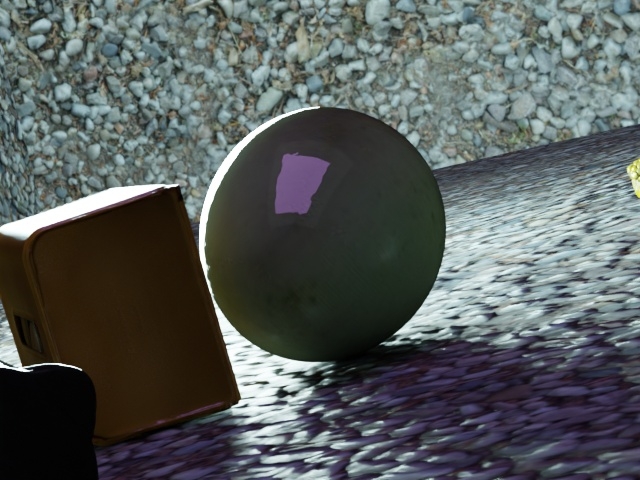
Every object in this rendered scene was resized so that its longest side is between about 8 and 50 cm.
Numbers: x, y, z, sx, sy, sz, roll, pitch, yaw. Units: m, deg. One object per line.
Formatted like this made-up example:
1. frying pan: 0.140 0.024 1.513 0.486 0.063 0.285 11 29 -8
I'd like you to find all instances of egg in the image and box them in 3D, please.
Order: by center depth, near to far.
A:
1. egg: 0.000 0.000 1.605 0.218 0.218 0.295 -13 16 12

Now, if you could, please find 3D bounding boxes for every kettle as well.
1. kettle: -0.251 0.157 1.049 0.236 0.161 0.221 -3 39 54

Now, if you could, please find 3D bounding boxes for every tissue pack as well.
1. tissue pack: -0.189 0.063 1.590 0.145 0.194 0.274 -20 6 -15

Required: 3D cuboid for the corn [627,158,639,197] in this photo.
1. corn: 0.475 -0.098 2.210 0.206 0.067 0.067 -17 5 1
